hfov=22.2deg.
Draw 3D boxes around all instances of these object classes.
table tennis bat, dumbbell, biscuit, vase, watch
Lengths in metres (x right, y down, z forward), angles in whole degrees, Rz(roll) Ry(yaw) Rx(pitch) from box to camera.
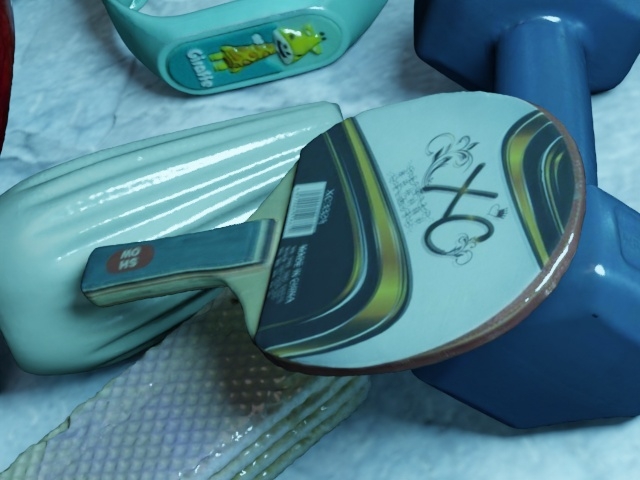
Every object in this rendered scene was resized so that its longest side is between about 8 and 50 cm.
[{"bbox_3d":[0.000,0.000,0.870,0.301,0.022,0.173,-8,52,30],"label":"table tennis bat"},{"bbox_3d":[0.129,-0.055,0.946,0.160,0.144,0.325,-9,50,16],"label":"dumbbell"},{"bbox_3d":[-0.089,0.120,0.956,0.239,0.062,0.108,-38,47,-10],"label":"biscuit"},{"bbox_3d":[-0.091,-0.010,1.023,0.248,0.128,0.128,-24,47,-7],"label":"vase"},{"bbox_3d":[-0.055,-0.197,1.189,0.237,0.068,0.195,-14,48,11],"label":"watch"}]

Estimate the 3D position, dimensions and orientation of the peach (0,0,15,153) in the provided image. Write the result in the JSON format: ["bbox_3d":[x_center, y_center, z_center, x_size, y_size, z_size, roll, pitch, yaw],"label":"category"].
[{"bbox_3d":[-0.387,-0.100,1.046,0.339,0.353,0.417,-6,44,15],"label":"peach"}]
